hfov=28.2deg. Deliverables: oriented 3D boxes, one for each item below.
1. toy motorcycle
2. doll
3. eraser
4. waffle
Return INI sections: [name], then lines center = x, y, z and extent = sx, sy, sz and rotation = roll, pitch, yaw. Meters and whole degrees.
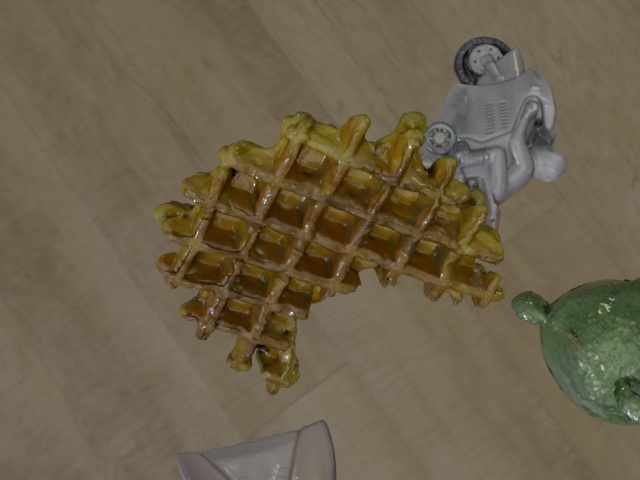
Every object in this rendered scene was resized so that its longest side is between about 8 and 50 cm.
[toy motorcycle]
center = 0.203, -0.108, 1.470
extent = 0.171, 0.110, 0.260
rotation = 18, 74, 6
[doll]
center = 0.166, 0.052, 0.625
extent = 0.115, 0.150, 0.077
rotation = 36, 103, 39
[eraser]
center = -0.061, 0.339, 1.597
extent = 0.204, 0.243, 0.059
rotation = -10, 130, -11
[waffle]
center = 0.000, 0.000, 1.106
extent = 0.293, 0.069, 0.260
rotation = -23, 125, 15
